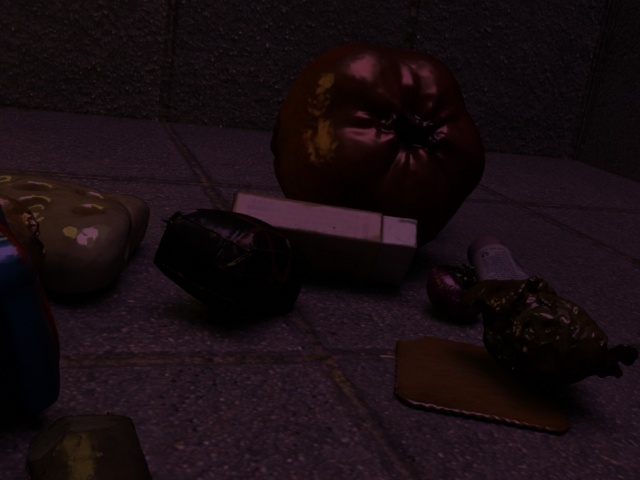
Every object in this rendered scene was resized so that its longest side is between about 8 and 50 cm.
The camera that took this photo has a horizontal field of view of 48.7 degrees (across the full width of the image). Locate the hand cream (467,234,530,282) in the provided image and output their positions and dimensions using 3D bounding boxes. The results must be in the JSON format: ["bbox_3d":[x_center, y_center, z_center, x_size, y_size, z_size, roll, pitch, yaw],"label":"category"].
[{"bbox_3d":[0.368,0.082,1.397,0.133,0.083,0.248,6,28,-8],"label":"hand cream"}]

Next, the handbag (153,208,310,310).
[{"bbox_3d":[-0.130,0.037,1.126,0.169,0.155,0.215,20,2,26],"label":"handbag"}]

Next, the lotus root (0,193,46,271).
[{"bbox_3d":[-0.554,0.024,0.968,0.343,0.151,0.169,-11,37,-9],"label":"lotus root"}]

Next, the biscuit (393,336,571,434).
[{"bbox_3d":[0.224,0.198,1.025,0.237,0.013,0.232,11,17,4],"label":"biscuit"}]

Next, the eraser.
[{"bbox_3d":[0.000,0.000,1.317,0.343,0.144,0.078,8,55,-3],"label":"eraser"}]

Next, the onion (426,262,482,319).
[{"bbox_3d":[0.243,0.086,1.252,0.115,0.104,0.115,19,27,-10],"label":"onion"}]

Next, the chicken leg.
[{"bbox_3d":[0.307,0.124,1.081,0.211,0.140,0.361,29,4,-7],"label":"chicken leg"}]

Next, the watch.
[{"bbox_3d":[-0.451,0.088,0.735,0.305,0.241,0.274,23,36,39],"label":"watch"}]

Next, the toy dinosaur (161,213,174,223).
[{"bbox_3d":[-0.300,-0.039,1.512,0.083,0.030,0.047,6,16,-11],"label":"toy dinosaur"}]

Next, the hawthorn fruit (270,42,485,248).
[{"bbox_3d":[0.092,-0.188,1.504,0.472,0.471,0.472,8,17,-2],"label":"hawthorn fruit"}]

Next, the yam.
[{"bbox_3d":[-0.202,0.214,0.621,0.106,0.106,0.259,0,20,-27],"label":"yam"}]

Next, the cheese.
[{"bbox_3d":[-0.479,-0.020,1.193,0.328,0.129,0.351,9,15,-6],"label":"cheese"}]
